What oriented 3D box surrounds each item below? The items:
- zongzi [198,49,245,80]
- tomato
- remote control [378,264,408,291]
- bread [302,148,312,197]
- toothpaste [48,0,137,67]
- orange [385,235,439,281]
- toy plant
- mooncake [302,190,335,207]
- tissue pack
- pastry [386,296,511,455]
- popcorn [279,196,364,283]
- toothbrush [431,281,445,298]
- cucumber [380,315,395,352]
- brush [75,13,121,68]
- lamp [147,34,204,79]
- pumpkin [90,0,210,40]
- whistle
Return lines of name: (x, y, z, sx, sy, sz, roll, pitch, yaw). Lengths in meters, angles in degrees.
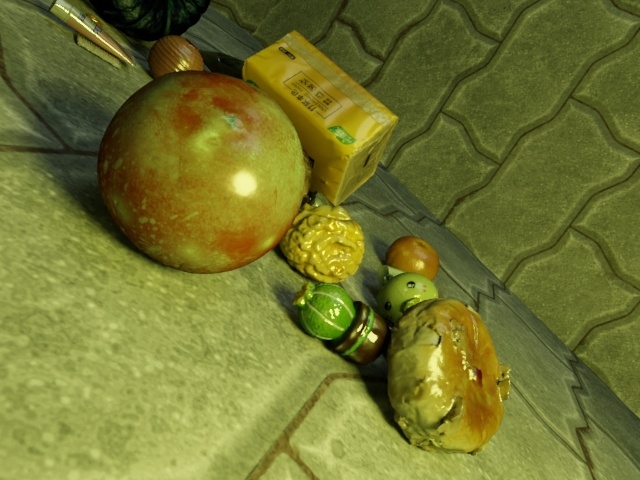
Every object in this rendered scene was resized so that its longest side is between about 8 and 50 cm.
zongzi: (-0.268, -0.535, 1.650, 0.274, 0.125, 0.251, 21, 20, -44)
tomato: (-0.145, -0.098, 0.645, 0.269, 0.223, 0.271, 7, 68, -17)
remote control: (0.212, 0.126, 1.214, 0.233, 0.038, 0.098, 19, 62, -53)
bread: (-0.114, -0.190, 1.182, 0.230, 0.123, 0.230, 37, 21, -17)
toothpaste: (-0.491, -0.452, 1.082, 0.194, 0.043, 0.067, 32, 20, -44)
orange: (0.255, 0.063, 1.380, 0.154, 0.134, 0.155, 15, 28, -8)
toy plant: (0.030, 0.128, 0.792, 0.162, 0.093, 0.093, 35, 19, -13)
mooncake: (0.010, -0.051, 1.195, 0.125, 0.073, 0.130, 41, 19, -14)
tissue pack: (-0.019, -0.319, 1.336, 0.382, 0.228, 0.293, 44, -24, 12)
pastry: (0.210, 0.211, 0.795, 0.236, 0.120, 0.257, 47, 48, -26)
popcorn: (0.000, 0.000, 0.959, 0.180, 0.179, 0.170, 18, 68, -52)
toothbrush: (0.357, 0.162, 1.517, 0.029, 0.024, 0.354, 27, 22, -25)
cucumber: (0.179, 0.223, 0.935, 0.245, 0.067, 0.067, 44, 18, 7)
brush: (-0.529, -0.485, 1.163, 0.103, 0.013, 0.272, 27, 23, -41)
lamp: (-0.358, -0.440, 1.228, 0.136, 0.136, 0.136, 37, 18, -15)
pumpkin: (-0.456, -0.719, 1.309, 0.266, 0.364, 0.363, 37, 13, 31)
whistle: (0.217, 0.170, 1.002, 0.141, 0.141, 0.294, 25, 19, -44)
